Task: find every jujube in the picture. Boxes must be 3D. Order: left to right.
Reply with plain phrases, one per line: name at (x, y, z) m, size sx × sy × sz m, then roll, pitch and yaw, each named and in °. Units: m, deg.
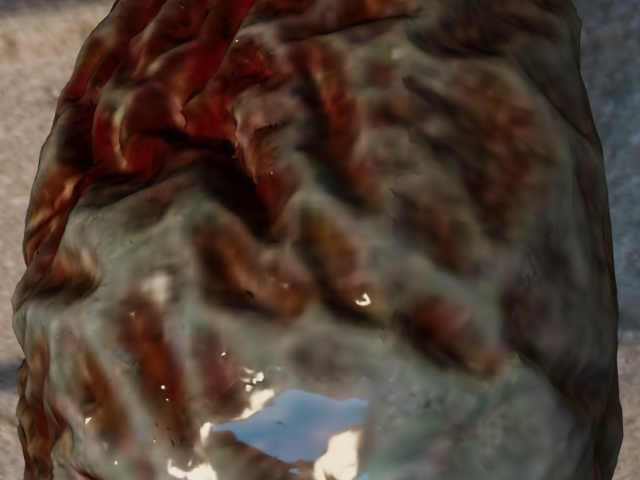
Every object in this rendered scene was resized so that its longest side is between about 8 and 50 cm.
jujube at (0.000, 0.000, 0.560) m, size 0.226 × 0.317 × 0.226 m, roll 0°, pitch 141°, yaw 0°
